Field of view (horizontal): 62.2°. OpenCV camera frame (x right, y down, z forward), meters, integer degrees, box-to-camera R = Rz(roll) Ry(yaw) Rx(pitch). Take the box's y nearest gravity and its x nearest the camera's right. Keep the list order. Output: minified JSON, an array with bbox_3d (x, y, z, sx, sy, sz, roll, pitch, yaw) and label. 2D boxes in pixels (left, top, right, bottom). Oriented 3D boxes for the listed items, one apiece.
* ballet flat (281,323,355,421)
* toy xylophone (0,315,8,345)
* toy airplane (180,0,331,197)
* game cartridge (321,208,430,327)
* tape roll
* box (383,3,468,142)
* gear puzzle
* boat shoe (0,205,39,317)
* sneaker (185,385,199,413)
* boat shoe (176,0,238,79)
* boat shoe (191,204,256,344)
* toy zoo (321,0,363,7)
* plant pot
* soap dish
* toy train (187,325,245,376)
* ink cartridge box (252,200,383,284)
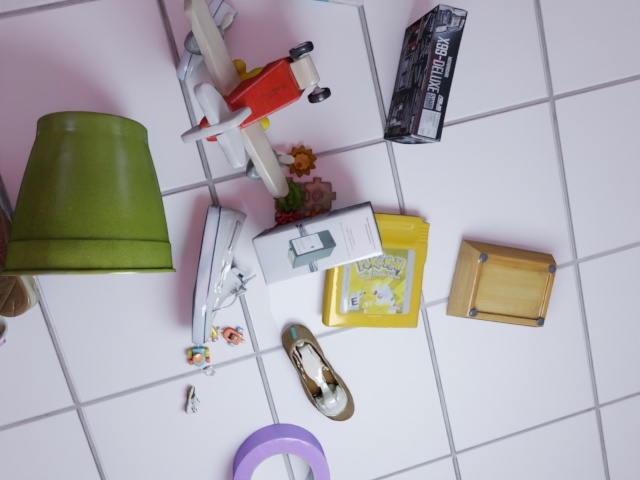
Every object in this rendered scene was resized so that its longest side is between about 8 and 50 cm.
[{"bbox_3d":[0.001,0.390,1.480,0.116,0.124,0.342,-27,102,-4],"label":"ballet flat"},{"bbox_3d":[-0.901,0.141,1.309,0.323,0.081,0.236,42,90,-13],"label":"toy xylophone"},{"bbox_3d":[-0.190,-0.322,1.258,0.384,0.272,0.386,14,83,-46],"label":"toy airplane"},{"bbox_3d":[0.157,0.084,1.482,0.285,0.053,0.323,3,99,-17],"label":"game cartridge"},{"bbox_3d":[-0.113,0.673,1.523,0.275,0.090,0.275,-2,98,-10],"label":"tape roll"},{"bbox_3d":[0.254,-0.401,1.340,0.076,0.242,0.307,9,96,-11],"label":"box"},{"bbox_3d":[-0.040,-0.087,1.439,0.175,0.044,0.339,-1,99,-9],"label":"gear puzzle"},{"bbox_3d":[-0.784,0.017,1.281,0.122,0.110,0.341,-17,98,-4],"label":"boat shoe"},{"bbox_3d":[-0.354,0.442,1.479,0.037,0.032,0.083,5,103,-24],"label":"sneaker"},{"bbox_3d":[-0.278,-0.492,1.315,0.076,0.083,0.226,27,93,-11],"label":"boat shoe"},{"bbox_3d":[-0.247,0.097,1.399,0.156,0.136,0.367,9,88,-14],"label":"boat shoe"},{"bbox_3d":[0.018,-0.714,1.358,0.293,0.030,0.192,3,98,-11],"label":"toy zoo"},{"bbox_3d":[-0.525,-0.098,1.224,0.366,0.366,0.353,-1,88,-10],"label":"plant pot"},{"bbox_3d":[0.528,0.133,1.533,0.291,0.118,0.229,9,97,-10],"label":"soap dish"},{"bbox_3d":[-0.289,0.296,1.456,0.125,0.046,0.166,36,91,-13],"label":"toy train"},{"bbox_3d":[0.000,0.000,1.314,0.289,0.211,0.121,-15,96,8],"label":"ink cartridge box"}]
